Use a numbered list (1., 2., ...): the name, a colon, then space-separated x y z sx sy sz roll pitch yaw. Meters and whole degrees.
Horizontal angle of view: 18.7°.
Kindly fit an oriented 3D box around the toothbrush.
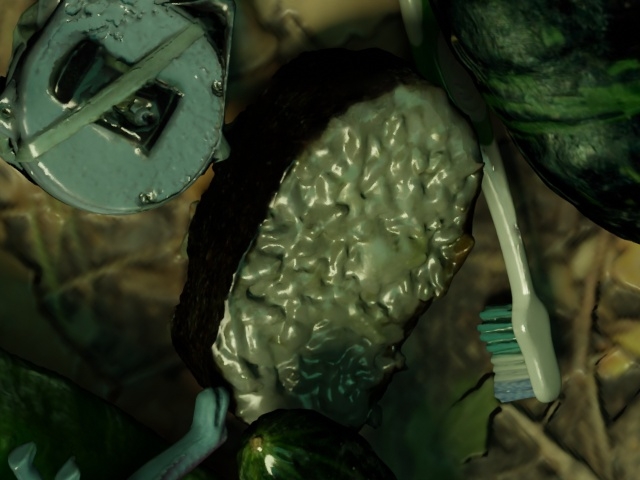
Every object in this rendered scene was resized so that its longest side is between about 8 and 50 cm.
1. toothbrush: 0.051 -0.074 0.774 0.030 0.030 0.304 -20 106 -17

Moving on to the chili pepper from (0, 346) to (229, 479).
1. chili pepper: -0.135 0.097 0.697 0.270 0.099 0.136 39 94 -27

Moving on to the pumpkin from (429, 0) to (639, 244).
1. pumpkin: 0.190 -0.130 0.706 0.315 0.238 0.315 -4 104 -18

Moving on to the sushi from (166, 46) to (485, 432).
1. sushi: 0.000 0.000 0.741 0.090 0.078 0.150 20 99 -23

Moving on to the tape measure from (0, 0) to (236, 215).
1. tape measure: -0.074 -0.056 0.716 0.091 0.054 0.094 18 91 -17

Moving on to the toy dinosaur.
1. toy dinosaur: -0.087 0.117 0.649 0.197 0.045 0.080 -56 132 -30

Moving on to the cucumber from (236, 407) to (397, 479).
1. cucumber: 0.013 0.116 0.736 0.052 0.058 0.215 -7 147 18
